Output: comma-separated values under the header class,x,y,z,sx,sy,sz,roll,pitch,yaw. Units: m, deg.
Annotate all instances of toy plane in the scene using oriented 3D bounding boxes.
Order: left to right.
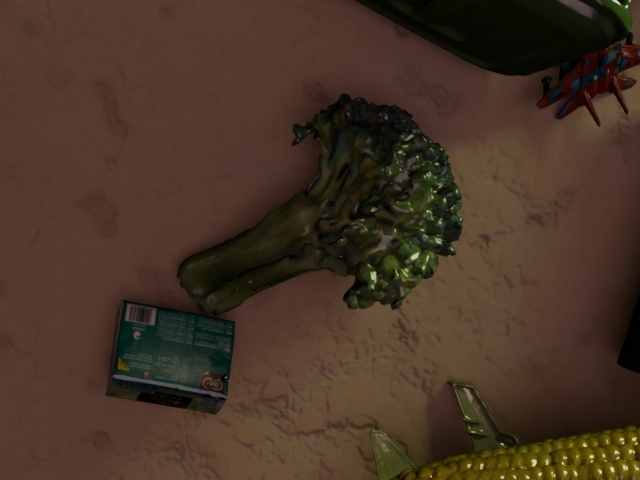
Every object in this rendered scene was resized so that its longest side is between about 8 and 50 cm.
class,x,y,z,sx,sy,sz,roll,pitch,yaw
toy plane,0.162,0.265,1.667,0.256,0.104,0.242,11,81,-2
toy plane,0.256,-0.179,1.586,0.130,0.061,0.189,-23,145,-3

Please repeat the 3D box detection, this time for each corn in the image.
class,x,y,z,sx,sy,sz,roll,pitch,yaw
corn,0.251,0.243,1.556,0.387,0.144,0.144,-11,99,-3

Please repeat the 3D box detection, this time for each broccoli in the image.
class,x,y,z,sx,sy,sz,roll,pitch,yaw
broccoli,0.013,0.010,1.567,0.275,0.198,0.177,-44,146,7

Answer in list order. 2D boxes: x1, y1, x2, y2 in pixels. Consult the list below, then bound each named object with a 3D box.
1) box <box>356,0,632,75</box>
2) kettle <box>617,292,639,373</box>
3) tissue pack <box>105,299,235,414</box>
class,x,y,z,sx,sy,sz,roll,pitch,yaw
box,0.145,-0.275,1.478,0.253,0.329,0.177,29,85,-11
kettle,0.448,0.009,1.602,0.262,0.203,0.308,17,93,18
tissue pack,-0.145,0.115,1.614,0.111,0.079,0.085,10,65,-11
